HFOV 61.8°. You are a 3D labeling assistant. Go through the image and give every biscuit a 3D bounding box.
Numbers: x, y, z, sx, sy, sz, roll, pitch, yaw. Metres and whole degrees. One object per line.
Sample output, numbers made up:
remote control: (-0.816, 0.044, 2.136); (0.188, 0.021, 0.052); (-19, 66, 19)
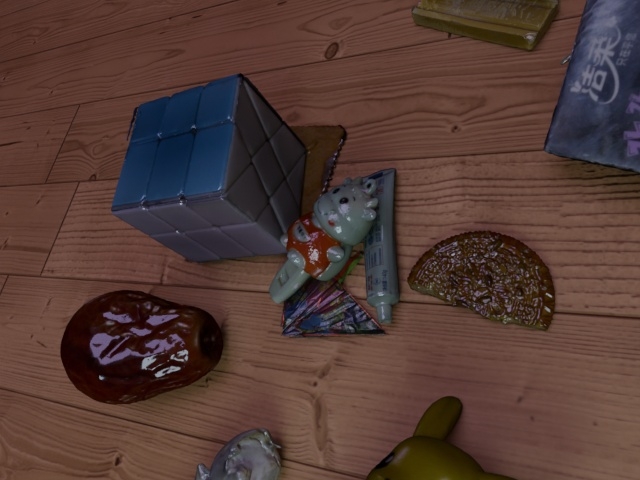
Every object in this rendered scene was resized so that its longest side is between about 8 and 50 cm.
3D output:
biscuit: (-0.081, -0.120, 1.010); (0.237, 0.013, 0.232); (7, 70, 31)
biscuit: (0.228, 0.044, 0.747); (0.206, 0.025, 0.126); (16, 74, 34)

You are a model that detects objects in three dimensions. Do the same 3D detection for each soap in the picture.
soap: (0.283, -0.402, 0.938); (0.252, 0.037, 0.092); (32, 85, 36)

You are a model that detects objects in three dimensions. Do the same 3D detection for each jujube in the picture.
jujube: (-0.294, 0.173, 0.884); (0.255, 0.190, 0.190); (-8, 62, 17)

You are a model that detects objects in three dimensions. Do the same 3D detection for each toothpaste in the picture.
toothpaste: (0.090, 0.002, 0.833); (0.069, 0.047, 0.268); (-41, 42, 48)

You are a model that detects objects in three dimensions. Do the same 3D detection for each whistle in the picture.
whistle: (0.001, 0.000, 0.831); (0.253, 0.106, 0.101); (-49, 11, 20)

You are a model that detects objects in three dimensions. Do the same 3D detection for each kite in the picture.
kite: (0.010, 0.094, 0.852); (0.183, 0.014, 0.241); (-48, 53, -4)

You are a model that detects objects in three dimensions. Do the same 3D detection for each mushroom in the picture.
mushroom: (-0.151, 0.383, 0.750); (0.278, 0.099, 0.096); (-53, 39, 1)

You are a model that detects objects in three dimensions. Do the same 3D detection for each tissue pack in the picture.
tissue pack: (0.459, -0.183, 0.590); (0.361, 0.122, 0.259); (27, 109, 48)

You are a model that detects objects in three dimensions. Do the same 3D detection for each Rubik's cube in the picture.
Rubik's cube: (-0.178, -0.107, 0.912); (0.225, 0.221, 0.231); (-8, 63, 26)

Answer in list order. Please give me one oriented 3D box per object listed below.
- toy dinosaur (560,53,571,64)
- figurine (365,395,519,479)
toy dinosaur: (0.475, -0.254, 0.758); (0.212, 0.057, 0.142); (-29, 74, 27)
figurine: (0.110, 0.342, 0.571); (0.218, 0.169, 0.326); (18, 81, 58)
